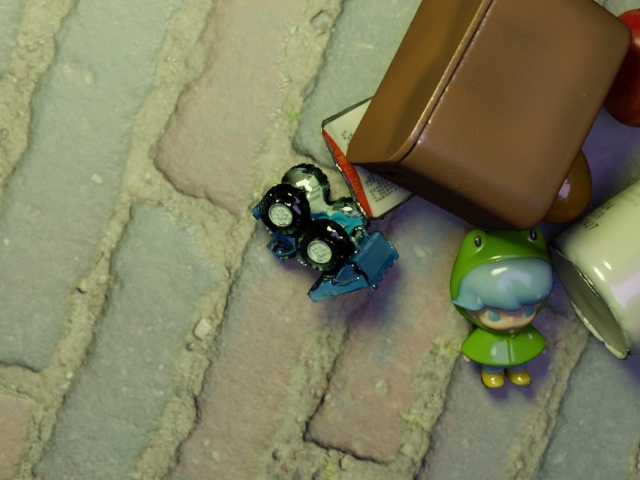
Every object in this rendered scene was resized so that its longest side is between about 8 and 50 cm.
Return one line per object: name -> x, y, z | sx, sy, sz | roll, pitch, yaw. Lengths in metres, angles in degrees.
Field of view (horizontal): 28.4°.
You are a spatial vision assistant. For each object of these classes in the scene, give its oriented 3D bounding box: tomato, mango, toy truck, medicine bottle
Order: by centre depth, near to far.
toy truck -> 0.000, 0.000, 1.819 | 0.208, 0.113, 0.126 | 40, 125, 1
tomato -> 0.493, -0.256, 1.847 | 0.187, 0.151, 0.187 | -1, 95, -11
medicine bottle -> 0.541, -0.012, 1.863 | 0.379, 0.213, 0.213 | -34, 103, -2
mango -> 0.344, -0.104, 1.880 | 0.111, 0.089, 0.163 | -8, 92, -7

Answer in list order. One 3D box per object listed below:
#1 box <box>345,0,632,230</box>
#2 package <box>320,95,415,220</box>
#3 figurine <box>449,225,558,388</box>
box -> 0.232, -0.203, 1.728 | 0.229, 0.239, 0.339 | 29, 84, -16
package -> 0.123, -0.146, 1.841 | 0.232, 0.040, 0.166 | -31, 95, -18
figurine -> 0.272, 0.098, 1.885 | 0.162, 0.143, 0.263 | -5, 118, -1
